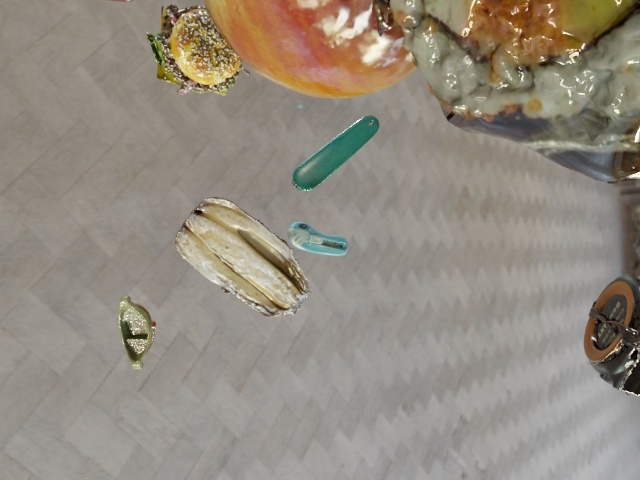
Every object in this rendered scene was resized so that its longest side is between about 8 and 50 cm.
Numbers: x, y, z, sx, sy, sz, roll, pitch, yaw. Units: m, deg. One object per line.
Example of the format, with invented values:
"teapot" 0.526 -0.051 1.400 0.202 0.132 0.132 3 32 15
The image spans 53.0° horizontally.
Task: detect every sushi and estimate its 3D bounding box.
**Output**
"sushi" 0.236 -0.263 0.612 0.176 0.418 0.417 -32 112 -30

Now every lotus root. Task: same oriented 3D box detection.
"lotus root" -0.153 0.036 1.344 0.167 0.078 0.329 -45 118 1

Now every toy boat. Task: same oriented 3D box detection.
"toy boat" -0.433 0.207 1.505 0.071 0.089 0.184 -71 156 -71

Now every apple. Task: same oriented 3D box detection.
"apple" -0.014 -0.298 0.832 0.346 0.254 0.179 31 53 -45

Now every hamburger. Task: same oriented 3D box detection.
"hamburger" -0.219 -0.351 1.172 0.190 0.093 0.163 -9 95 -30

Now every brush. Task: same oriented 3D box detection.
"brush" 0.025 -0.141 1.041 0.193 0.032 0.043 -42 91 -25

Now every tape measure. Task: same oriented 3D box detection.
"tape measure" 0.578 0.167 1.170 0.223 0.135 0.202 -73 -179 -64

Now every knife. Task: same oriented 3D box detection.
"knife" 0.000 0.000 1.509 0.222 0.031 0.064 14 76 -51

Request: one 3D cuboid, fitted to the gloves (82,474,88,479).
"gloves" -0.443 0.506 1.182 0.114 0.153 0.070 31 28 -25
